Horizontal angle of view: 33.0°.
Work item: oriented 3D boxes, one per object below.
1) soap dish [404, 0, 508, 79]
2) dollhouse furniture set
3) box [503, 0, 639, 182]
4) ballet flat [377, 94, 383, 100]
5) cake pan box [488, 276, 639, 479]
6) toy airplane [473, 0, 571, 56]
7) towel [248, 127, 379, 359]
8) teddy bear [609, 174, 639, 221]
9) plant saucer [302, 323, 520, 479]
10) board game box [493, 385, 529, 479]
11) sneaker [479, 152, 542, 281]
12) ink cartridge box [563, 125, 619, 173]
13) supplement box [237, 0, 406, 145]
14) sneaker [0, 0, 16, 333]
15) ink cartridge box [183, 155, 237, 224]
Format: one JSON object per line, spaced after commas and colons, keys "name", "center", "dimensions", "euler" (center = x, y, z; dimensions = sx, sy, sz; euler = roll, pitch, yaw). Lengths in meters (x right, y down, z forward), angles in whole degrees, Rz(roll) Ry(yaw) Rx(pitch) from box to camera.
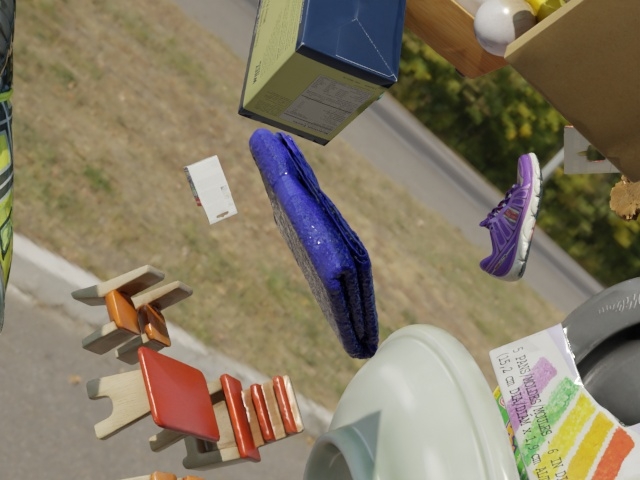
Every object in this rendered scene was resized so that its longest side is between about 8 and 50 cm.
{"name": "soap dish", "center": [0.165, -0.384, 1.639], "dimensions": [0.291, 0.118, 0.229], "euler": [35, 24, -21]}
{"name": "dollhouse furniture set", "center": [-0.126, 0.174, 1.141], "dimensions": [0.259, 0.135, 0.262], "euler": [42, 28, -66]}
{"name": "box", "center": [0.268, -0.143, 0.836], "dimensions": [0.164, 0.201, 0.021], "euler": [41, 48, -14]}
{"name": "ballet flat", "center": [0.043, -0.261, 1.686], "dimensions": [0.070, 0.070, 0.188], "euler": [38, -3, -25]}
{"name": "cake pan box", "center": [0.283, 0.159, 0.838], "dimensions": [0.070, 0.246, 0.267], "euler": [36, 36, -58]}
{"name": "toy airplane", "center": [0.328, -0.355, 1.468], "dimensions": [0.384, 0.272, 0.386], "euler": [56, 6, -16]}
{"name": "towel", "center": [0.000, 0.000, 1.545], "dimensions": [0.227, 0.076, 0.308], "euler": [72, -9, -50]}
{"name": "teddy bear", "center": [0.449, -0.028, 1.110], "dimensions": [0.113, 0.245, 0.338], "euler": [21, -8, -25]}
{"name": "plant saucer", "center": [0.055, 0.274, 0.951], "dimensions": [0.100, 0.400, 0.400], "euler": [0, 27, -16]}
{"name": "board game box", "center": [0.270, 0.285, 1.365], "dimensions": [0.259, 0.124, 0.039], "euler": [42, -14, -30]}
{"name": "sneaker", "center": [0.245, -0.034, 1.395], "dimensions": [0.071, 0.170, 0.068], "euler": [14, -6, 13]}
{"name": "ink cartridge box", "center": [0.530, -0.174, 1.495], "dimensions": [0.308, 0.385, 0.091], "euler": [33, 54, -75]}
{"name": "supplement box", "center": [0.002, -0.111, 0.588], "dimensions": [0.056, 0.083, 0.083], "euler": [19, 62, -21]}
{"name": "sneaker", "center": [-0.292, -0.066, 0.782], "dimensions": [0.145, 0.384, 0.147], "euler": [4, -16, -6]}
{"name": "ink cartridge box", "center": [-0.202, -0.092, 1.981], "dimensions": [0.029, 0.063, 0.115], "euler": [-1, -69, 63]}
